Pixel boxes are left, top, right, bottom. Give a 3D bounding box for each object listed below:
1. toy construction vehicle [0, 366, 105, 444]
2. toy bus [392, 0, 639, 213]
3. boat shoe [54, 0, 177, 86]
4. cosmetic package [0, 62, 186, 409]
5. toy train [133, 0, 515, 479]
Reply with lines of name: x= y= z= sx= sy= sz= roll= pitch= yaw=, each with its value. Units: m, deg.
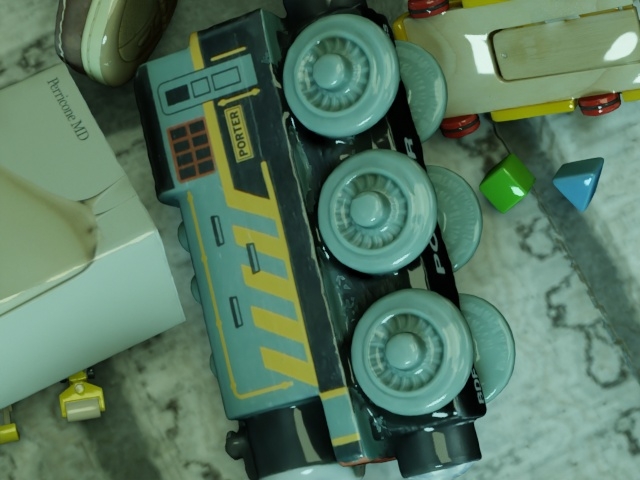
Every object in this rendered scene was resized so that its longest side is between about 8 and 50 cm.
toy construction vehicle: x=-0.180 y=0.078 z=1.173 sx=0.086 sy=0.035 sz=0.098 roll=-13 pitch=69 yaw=-9
toy bus: x=0.137 y=-0.138 z=1.214 sx=0.202 sy=0.191 sz=0.104 roll=35 pitch=33 yaw=3
boat shoe: x=-0.150 y=-0.259 z=1.211 sx=0.123 sy=0.123 sz=0.342 roll=5 pitch=67 yaw=6
cosmetic package: x=-0.259 y=0.034 z=1.112 sx=0.309 sy=0.113 sz=0.160 roll=-27 pitch=58 yaw=-10
toy train: x=0.000 y=0.000 z=1.148 sx=0.190 sy=0.142 sz=0.334 roll=-17 pitch=81 yaw=20
